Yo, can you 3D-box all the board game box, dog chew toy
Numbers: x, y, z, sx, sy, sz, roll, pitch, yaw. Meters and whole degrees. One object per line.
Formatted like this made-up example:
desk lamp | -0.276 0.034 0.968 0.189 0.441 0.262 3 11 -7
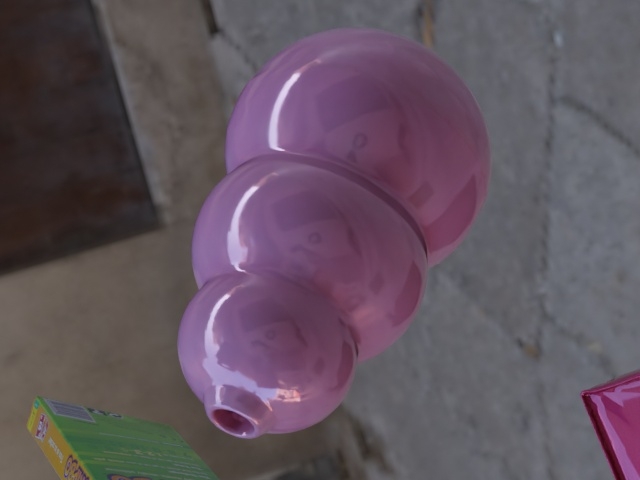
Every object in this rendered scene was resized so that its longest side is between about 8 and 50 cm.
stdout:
board game box | -0.140 0.180 1.357 0.259 0.124 0.039 23 97 67
dog chew toy | 0.000 0.000 1.308 0.206 0.206 0.332 103 -170 -57

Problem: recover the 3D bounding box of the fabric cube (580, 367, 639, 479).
fabric cube | 0.430 0.184 1.501 0.259 0.258 0.254 -29 80 51
